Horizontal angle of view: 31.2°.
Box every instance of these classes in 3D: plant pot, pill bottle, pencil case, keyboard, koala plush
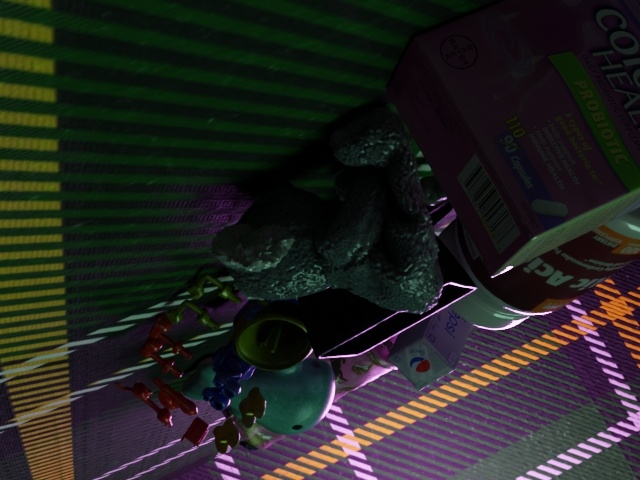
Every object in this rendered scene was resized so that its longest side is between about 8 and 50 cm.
[{"bbox_3d":[0.061,0.032,1.443,0.188,0.167,0.187,-32,166,13],"label":"plant pot"},{"bbox_3d":[0.330,-0.028,1.628,0.224,0.224,0.392,-20,165,-32],"label":"pill bottle"},{"bbox_3d":[-0.017,0.259,2.211,0.386,0.160,0.167,-34,-158,24],"label":"pencil case"},{"bbox_3d":[0.151,-0.007,1.670,0.100,0.038,0.192,-34,180,32],"label":"keyboard"},{"bbox_3d":[0.000,0.000,1.193,0.221,0.203,0.196,-15,166,-2],"label":"koala plush"}]

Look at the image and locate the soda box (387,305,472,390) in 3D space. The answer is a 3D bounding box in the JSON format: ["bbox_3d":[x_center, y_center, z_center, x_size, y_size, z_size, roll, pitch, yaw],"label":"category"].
[{"bbox_3d":[0.225,0.151,2.164,0.098,0.091,0.286,-37,-168,35],"label":"soda box"}]

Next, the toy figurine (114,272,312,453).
[{"bbox_3d":[-0.109,0.110,1.589,0.362,0.191,0.217,-52,-176,46],"label":"toy figurine"}]

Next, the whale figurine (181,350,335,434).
[{"bbox_3d":[-0.100,0.267,2.006,0.272,0.141,0.216,7,140,-34],"label":"whale figurine"}]

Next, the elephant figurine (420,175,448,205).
[{"bbox_3d":[0.247,-0.110,1.383,0.239,0.186,0.169,146,-34,-72],"label":"elephant figurine"}]

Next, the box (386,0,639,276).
[{"bbox_3d":[0.225,-0.119,1.078,0.243,0.213,0.117,-24,167,-17],"label":"box"}]
